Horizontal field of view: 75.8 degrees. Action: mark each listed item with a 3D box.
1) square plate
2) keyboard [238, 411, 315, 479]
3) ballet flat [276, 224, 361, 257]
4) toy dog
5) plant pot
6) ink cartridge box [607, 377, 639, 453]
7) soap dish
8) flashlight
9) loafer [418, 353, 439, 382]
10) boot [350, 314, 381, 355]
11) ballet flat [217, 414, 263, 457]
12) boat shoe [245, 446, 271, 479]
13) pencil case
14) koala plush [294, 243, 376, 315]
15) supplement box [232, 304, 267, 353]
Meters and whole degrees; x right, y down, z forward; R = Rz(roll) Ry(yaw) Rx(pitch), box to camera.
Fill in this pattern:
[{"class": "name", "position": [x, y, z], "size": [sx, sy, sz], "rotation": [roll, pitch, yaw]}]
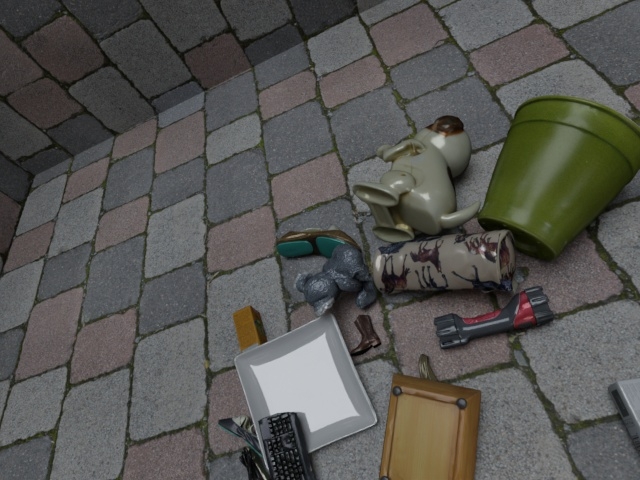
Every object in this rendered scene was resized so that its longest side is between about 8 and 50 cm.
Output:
[{"class": "square plate", "position": [-0.053, 0.443, 1.234], "size": [0.347, 0.049, 0.344], "rotation": [-25, 66, 2]}, {"class": "keyboard", "position": [-0.119, 0.652, 1.128], "size": [0.201, 0.033, 0.317], "rotation": [-22, 66, 6]}, {"class": "ballet flat", "position": [0.000, 0.000, 1.519], "size": [0.342, 0.116, 0.124], "rotation": [-2, 39, 28]}, {"class": "toy dog", "position": [0.352, -0.230, 1.363], "size": [0.395, 0.285, 0.408], "rotation": [5, 54, 46]}, {"class": "plant pot", "position": [0.644, -0.149, 1.171], "size": [0.366, 0.366, 0.353], "rotation": [30, 87, 36]}, {"class": "ink cartridge box", "position": [0.807, 0.399, 0.915], "size": [0.232, 0.066, 0.189], "rotation": [-6, 55, -3]}, {"class": "soap dish", "position": [0.264, 0.498, 1.021], "size": [0.228, 0.118, 0.291], "rotation": [3, 72, 27]}, {"class": "flashlight", "position": [0.475, 0.214, 1.151], "size": [0.303, 0.103, 0.103], "rotation": [-18, 91, 19]}, {"class": "loafer", "position": [0.306, 0.390, 1.144], "size": [0.050, 0.056, 0.148], "rotation": [-11, 66, 18]}, {"class": "boot", "position": [0.124, 0.296, 1.298], "size": [0.106, 0.037, 0.114], "rotation": [-22, 55, -5]}, {"class": "ballet flat", "position": [-0.222, 0.582, 1.259], "size": [0.203, 0.074, 0.074], "rotation": [21, 70, 27]}, {"class": "boat shoe", "position": [-0.188, 0.672, 1.200], "size": [0.043, 0.049, 0.137], "rotation": [-43, 56, -2]}, {"class": "pencil case", "position": [0.352, 0.079, 1.207], "size": [0.410, 0.184, 0.160], "rotation": [-8, 13, 37]}, {"class": "koala plush", "position": [0.038, 0.133, 1.312], "size": [0.221, 0.203, 0.196], "rotation": [-29, 49, -13]}, {"class": "supplement box", "position": [-0.232, 0.342, 1.412], "size": [0.080, 0.078, 0.233], "rotation": [-30, 52, 4]}]
